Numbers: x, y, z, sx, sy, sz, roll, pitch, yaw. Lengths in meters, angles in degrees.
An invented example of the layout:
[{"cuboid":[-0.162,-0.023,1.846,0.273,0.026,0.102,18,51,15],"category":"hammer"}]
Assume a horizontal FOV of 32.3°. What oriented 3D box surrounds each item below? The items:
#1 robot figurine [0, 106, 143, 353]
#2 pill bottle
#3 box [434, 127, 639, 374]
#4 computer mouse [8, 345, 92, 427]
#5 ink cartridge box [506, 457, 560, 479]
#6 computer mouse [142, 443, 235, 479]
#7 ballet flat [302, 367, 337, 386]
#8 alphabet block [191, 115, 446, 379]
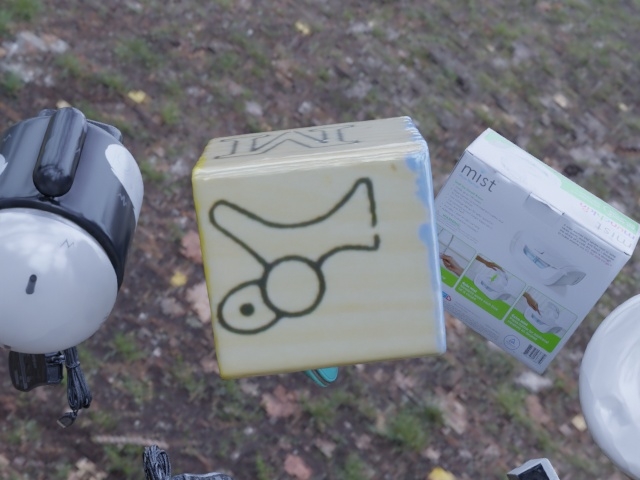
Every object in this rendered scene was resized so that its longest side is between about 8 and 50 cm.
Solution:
[{"cuboid":[-0.277,-0.016,1.117,0.278,0.173,0.209,-87,157,-48],"category":"robot figurine"},{"cuboid":[0.448,0.208,1.294,0.224,0.224,0.392,51,7,30],"category":"pill bottle"},{"cuboid":[0.272,0.014,1.553,0.262,0.231,0.127,34,30,9],"category":"box"},{"cuboid":[-0.491,0.259,2.047,0.060,0.262,0.184,-6,77,-41],"category":"computer mouse"},{"cuboid":[0.389,0.459,1.890,0.165,0.065,0.333,61,1,14],"category":"ink cartridge box"},{"cuboid":[-0.232,0.483,2.030,0.272,0.072,0.188,27,34,-54],"category":"computer mouse"},{"cuboid":[-0.061,0.082,1.395,0.247,0.087,0.083,66,23,-20],"category":"ballet flat"},{"cuboid":[0.000,0.000,0.997,0.197,0.192,0.193,-6,12,1],"category":"alphabet block"}]
